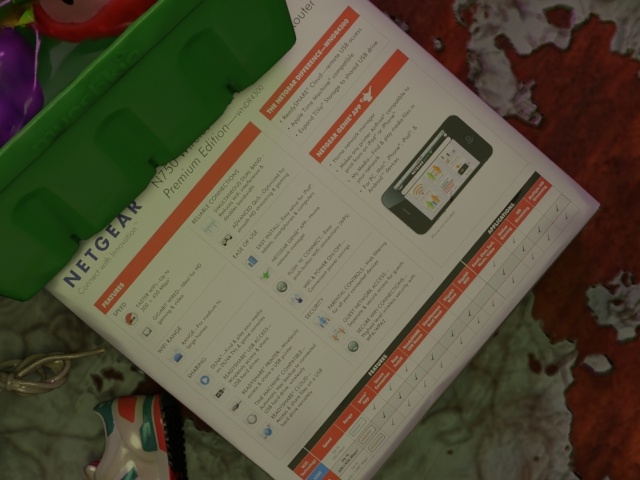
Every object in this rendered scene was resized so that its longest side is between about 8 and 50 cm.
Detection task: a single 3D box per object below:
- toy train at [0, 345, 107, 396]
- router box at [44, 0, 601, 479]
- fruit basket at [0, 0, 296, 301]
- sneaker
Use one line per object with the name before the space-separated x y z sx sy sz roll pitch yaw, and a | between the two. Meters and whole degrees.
toy train | -0.276 0.174 1.219 0.248 0.105 0.143 -10 103 -5
router box | 0.000 0.000 1.241 0.301 0.082 0.335 41 88 -5
fruit basket | -0.246 -0.186 1.078 0.392 0.392 0.283 -43 52 -2
sneaker | -0.148 0.201 1.256 0.075 0.057 0.161 -3 94 12
